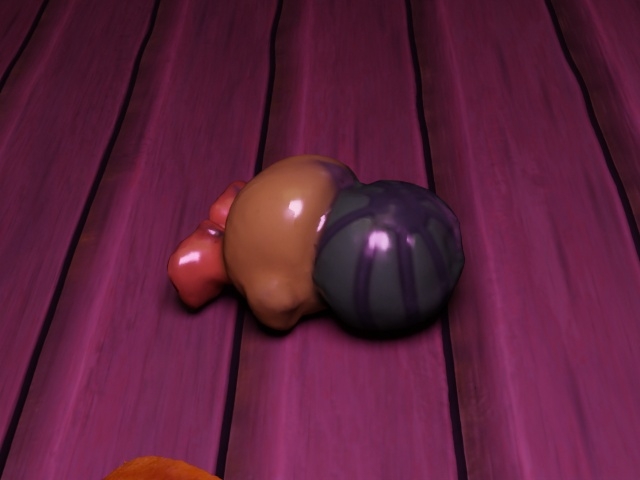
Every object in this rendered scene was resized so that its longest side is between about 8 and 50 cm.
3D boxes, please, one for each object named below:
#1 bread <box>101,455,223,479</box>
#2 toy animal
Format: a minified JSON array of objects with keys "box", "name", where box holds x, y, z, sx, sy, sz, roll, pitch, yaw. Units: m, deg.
[{"box":[-0.146,0.279,0.912,0.229,0.139,0.143,9,34,20],"name":"bread"},{"box":[0.001,-0.002,1.179,0.338,0.191,0.216,9,41,22],"name":"toy animal"}]
